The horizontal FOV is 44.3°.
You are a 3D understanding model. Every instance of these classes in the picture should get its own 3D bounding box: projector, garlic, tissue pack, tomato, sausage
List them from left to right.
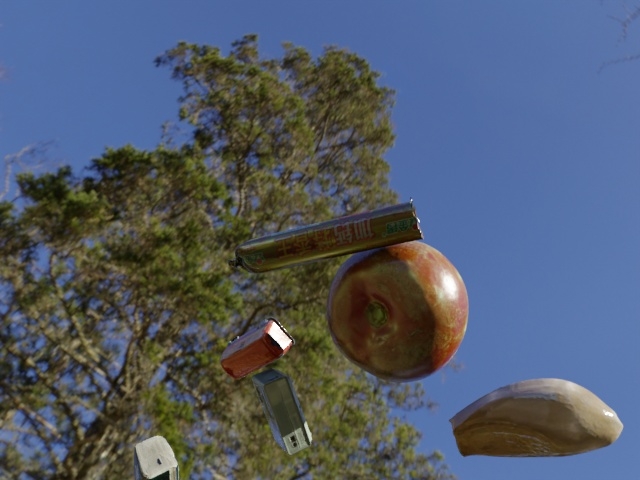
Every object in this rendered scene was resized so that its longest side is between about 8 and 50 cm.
[{"bbox_3d":[-0.367,0.529,1.755,0.090,0.103,0.170,-12,-47,-25],"label":"tissue pack"},{"bbox_3d":[-0.074,0.329,1.529,0.061,0.115,0.147,-21,-85,-17],"label":"projector"},{"bbox_3d":[0.000,0.000,1.438,0.371,0.082,0.082,-13,-69,13],"label":"sausage"},{"bbox_3d":[0.156,0.130,1.493,0.270,0.222,0.270,4,-83,35],"label":"tomato"},{"bbox_3d":[0.399,0.341,1.487,0.318,0.112,0.143,-10,-93,21],"label":"garlic"}]

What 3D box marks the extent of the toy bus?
[{"bbox_3d":[-0.140,0.231,1.636,0.174,0.077,0.079,-32,-75,37],"label":"toy bus"}]
